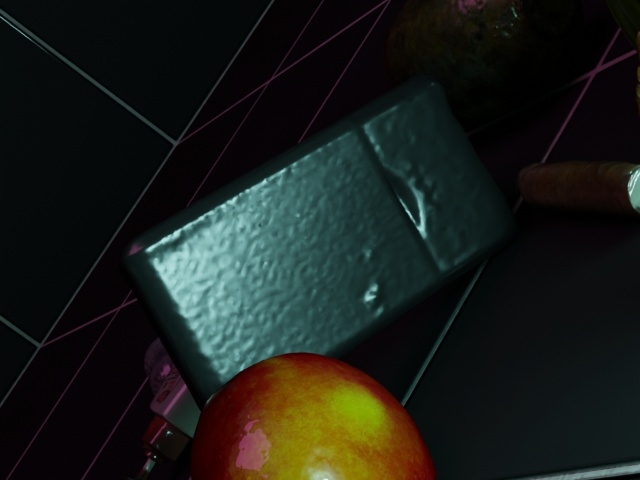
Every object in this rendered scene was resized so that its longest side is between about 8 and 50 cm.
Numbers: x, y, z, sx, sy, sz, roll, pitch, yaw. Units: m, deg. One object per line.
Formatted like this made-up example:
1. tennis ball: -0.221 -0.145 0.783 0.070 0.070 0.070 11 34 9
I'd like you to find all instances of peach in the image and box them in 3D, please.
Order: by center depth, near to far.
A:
1. peach: 0.002 0.203 1.505 0.190 0.226 0.196 -24 -35 -16

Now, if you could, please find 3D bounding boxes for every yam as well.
1. yam: 0.220 -0.044 1.575 0.046 0.046 0.264 -54 12 -6

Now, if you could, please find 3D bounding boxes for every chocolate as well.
1. chocolate: -0.181 0.161 2.369 0.072 0.072 0.167 -52 14 5

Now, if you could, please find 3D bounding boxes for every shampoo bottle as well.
1. shampoo bottle: -0.143 0.178 2.203 0.284 0.071 0.153 -59 17 -18

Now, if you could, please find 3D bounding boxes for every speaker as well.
1. speaker: 0.000 0.000 1.718 0.388 0.180 0.184 -31 6 -23

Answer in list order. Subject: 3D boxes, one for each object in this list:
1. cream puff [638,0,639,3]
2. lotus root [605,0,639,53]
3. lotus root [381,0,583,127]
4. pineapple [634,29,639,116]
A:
1. cream puff: 0.354 -0.278 1.316 0.343 0.231 0.327 -59 7 4
2. lotus root: 0.290 -0.243 1.584 0.186 0.186 0.186 -49 13 16
3. lotus root: 0.160 -0.205 1.961 0.152 0.160 0.275 -48 10 -27
4. pineapple: 0.264 -0.067 1.250 0.047 0.221 0.221 -15 7 -13
